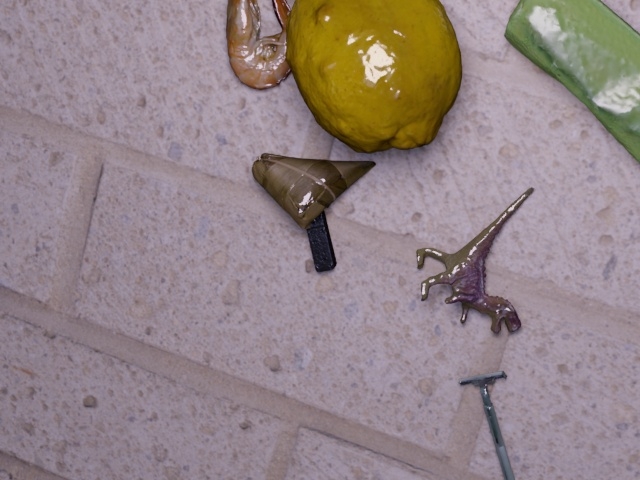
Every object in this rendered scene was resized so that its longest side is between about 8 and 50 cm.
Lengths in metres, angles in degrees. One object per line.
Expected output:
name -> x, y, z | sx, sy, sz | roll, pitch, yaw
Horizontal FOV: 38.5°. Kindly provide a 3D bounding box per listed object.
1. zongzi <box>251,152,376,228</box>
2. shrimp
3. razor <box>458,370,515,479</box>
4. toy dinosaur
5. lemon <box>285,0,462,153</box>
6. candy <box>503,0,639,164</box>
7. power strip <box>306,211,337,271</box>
zongzi -> -0.018, -0.130, 1.636 | 0.176, 0.078, 0.160 | -43, 72, -6
shrimp -> -0.104, -0.384, 1.612 | 0.132, 0.053, 0.236 | 0, 103, 17
razor -> 0.314, 0.339, 1.641 | 0.084, 0.036, 0.211 | -14, 96, 19
toy dinosaur -> 0.267, 0.037, 1.594 | 0.199, 0.072, 0.252 | 0, 88, 5
lemon -> 0.084, -0.300, 1.470 | 0.285, 0.285, 0.316 | -1, 93, 15
candy -> 0.446, -0.272, 1.448 | 0.343, 0.132, 0.142 | 45, 88, 2
power strip -> 0.000, 0.000, 1.666 | 0.037, 0.029, 0.111 | -10, 100, 16
